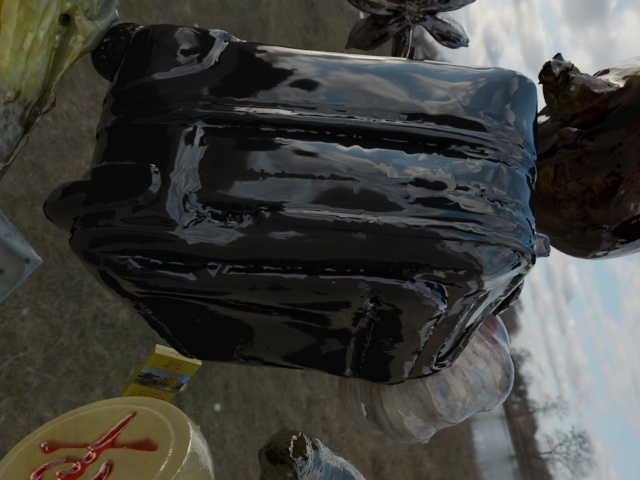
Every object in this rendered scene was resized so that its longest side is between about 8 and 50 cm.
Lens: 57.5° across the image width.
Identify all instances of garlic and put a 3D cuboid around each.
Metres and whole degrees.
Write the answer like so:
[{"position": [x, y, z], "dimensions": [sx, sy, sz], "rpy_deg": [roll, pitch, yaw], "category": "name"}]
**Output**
[{"position": [0.108, 0.119, 0.780], "dimensions": [0.253, 0.245, 0.245], "rpy_deg": [59, 15, -6], "category": "garlic"}]

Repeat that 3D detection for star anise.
[{"position": [0.139, -0.349, 0.863], "dimensions": [0.229, 0.236, 0.093], "rpy_deg": [30, 33, -29], "category": "star anise"}]

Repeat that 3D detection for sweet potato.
[{"position": [0.001, 0.332, 0.763], "dimensions": [0.422, 0.131, 0.130], "rpy_deg": [68, 16, -45], "category": "sweet potato"}]

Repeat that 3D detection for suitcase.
[{"position": [0.000, 0.000, 0.491], "dimensions": [0.345, 0.340, 0.188], "rpy_deg": [88, 8, -65], "category": "suitcase"}]

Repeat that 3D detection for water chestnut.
[{"position": [0.423, -0.146, 0.852], "dimensions": [0.302, 0.351, 0.350], "rpy_deg": [53, 20, -15], "category": "water chestnut"}]

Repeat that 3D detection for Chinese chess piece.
[{"position": [-0.244, 0.280, 0.650], "dimensions": [0.250, 0.251, 0.097], "rpy_deg": [-73, 157, -65], "category": "Chinese chess piece"}]

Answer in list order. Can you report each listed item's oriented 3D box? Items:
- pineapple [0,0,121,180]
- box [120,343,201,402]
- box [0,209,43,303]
[{"position": [-0.215, -0.118, 0.316], "dimensions": [0.236, 0.115, 0.186], "rpy_deg": [-56, 155, -60], "category": "pineapple"}, {"position": [-0.283, 0.242, 1.033], "dimensions": [0.087, 0.155, 0.023], "rpy_deg": [24, 36, -25], "category": "box"}, {"position": [-0.564, -0.006, 0.743], "dimensions": [0.297, 0.225, 0.190], "rpy_deg": [62, 30, -26], "category": "box"}]
